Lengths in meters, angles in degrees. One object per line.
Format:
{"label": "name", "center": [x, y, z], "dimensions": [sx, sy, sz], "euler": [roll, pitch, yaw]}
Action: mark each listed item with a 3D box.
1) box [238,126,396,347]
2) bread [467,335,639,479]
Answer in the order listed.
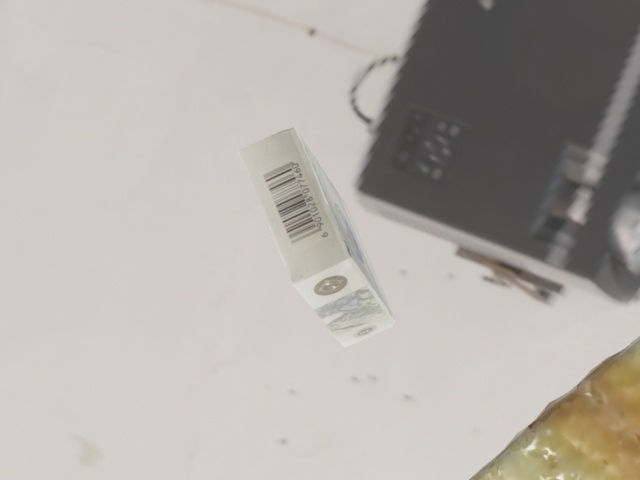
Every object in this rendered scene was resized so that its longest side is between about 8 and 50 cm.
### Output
{"label": "box", "center": [0.000, 0.000, 0.693], "dimensions": [0.024, 0.083, 0.054], "euler": [-26, -111, 4]}
{"label": "bread", "center": [0.132, 0.083, 0.558], "dimensions": [0.240, 0.178, 0.135], "euler": [-41, -103, 14]}
